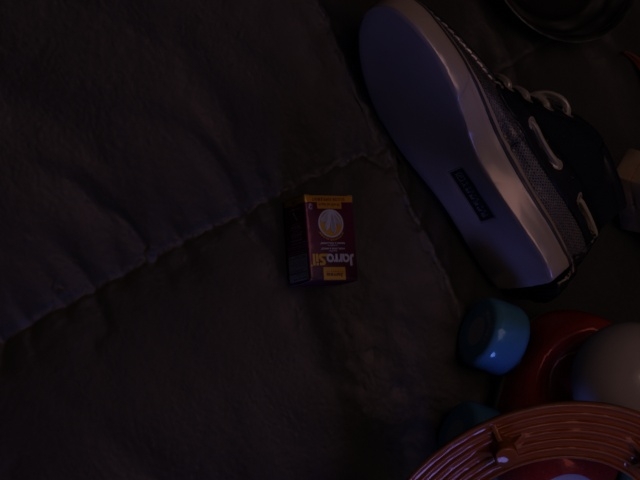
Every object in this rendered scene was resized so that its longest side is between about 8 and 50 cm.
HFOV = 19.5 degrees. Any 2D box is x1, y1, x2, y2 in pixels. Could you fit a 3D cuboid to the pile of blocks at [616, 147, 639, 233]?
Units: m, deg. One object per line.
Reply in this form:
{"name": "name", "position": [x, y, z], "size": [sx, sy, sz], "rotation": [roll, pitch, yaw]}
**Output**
{"name": "pile of blocks", "position": [0.461, 0.008, 1.955], "size": [0.362, 0.149, 0.112], "rotation": [43, 58, -17]}

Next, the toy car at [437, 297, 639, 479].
{"name": "toy car", "position": [0.272, 0.159, 1.771], "size": [0.219, 0.238, 0.210], "rotation": [21, 72, -24]}

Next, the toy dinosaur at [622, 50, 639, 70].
{"name": "toy dinosaur", "position": [0.367, -0.160, 2.007], "size": [0.090, 0.047, 0.082], "rotation": [3, 88, 5]}

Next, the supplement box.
{"name": "supplement box", "position": [0.000, 0.000, 1.762], "size": [0.055, 0.043, 0.083], "rotation": [-1, 82, -30]}

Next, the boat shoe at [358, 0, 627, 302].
{"name": "boat shoe", "position": [0.174, -0.116, 1.846], "size": [0.158, 0.127, 0.340], "rotation": [-41, 109, -35]}

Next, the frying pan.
{"name": "frying pan", "position": [0.191, -0.293, 1.915], "size": [0.326, 0.053, 0.197], "rotation": [-7, 85, -28]}

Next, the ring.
{"name": "ring", "position": [0.210, 0.296, 1.715], "size": [0.336, 0.032, 0.336], "rotation": [-4, 118, -8]}
